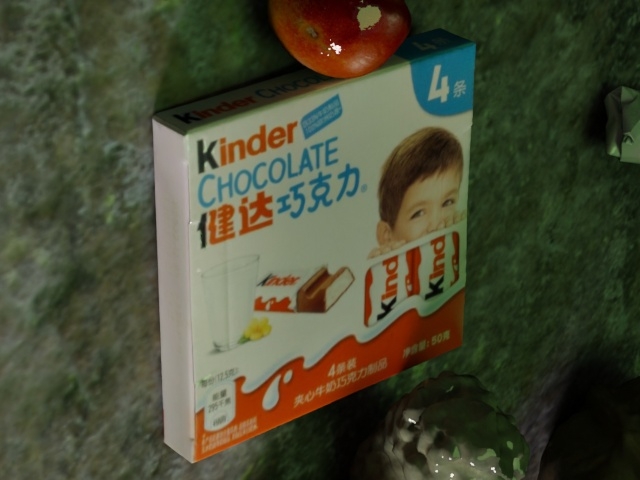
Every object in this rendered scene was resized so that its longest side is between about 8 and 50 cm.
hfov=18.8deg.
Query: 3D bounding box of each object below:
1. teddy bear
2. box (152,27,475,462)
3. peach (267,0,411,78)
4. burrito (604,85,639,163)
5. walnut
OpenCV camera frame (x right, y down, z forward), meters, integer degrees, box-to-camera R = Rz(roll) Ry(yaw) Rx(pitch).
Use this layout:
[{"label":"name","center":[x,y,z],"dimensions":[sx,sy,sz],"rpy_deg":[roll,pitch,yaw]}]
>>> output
[{"label":"teddy bear","center":[0.060,0.322,1.539],"dimensions":[0.367,0.224,0.357],"rpy_deg":[-49,124,-16]},{"label":"box","center":[0.000,0.000,1.417],"dimensions":[0.273,0.048,0.265],"rpy_deg":[-21,123,-34]},{"label":"peach","center":[0.010,-0.162,1.325],"dimensions":[0.100,0.100,0.101],"rpy_deg":[-24,125,-39]},{"label":"burrito","center":[0.312,-0.096,1.718],"dimensions":[0.203,0.064,0.064],"rpy_deg":[6,105,-47]},{"label":"walnut","center":[0.301,0.221,1.762],"dimensions":[0.224,0.224,0.224],"rpy_deg":[-24,125,-39]}]
